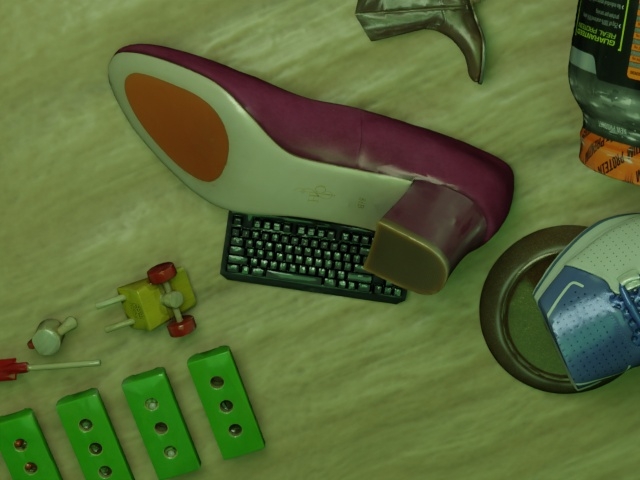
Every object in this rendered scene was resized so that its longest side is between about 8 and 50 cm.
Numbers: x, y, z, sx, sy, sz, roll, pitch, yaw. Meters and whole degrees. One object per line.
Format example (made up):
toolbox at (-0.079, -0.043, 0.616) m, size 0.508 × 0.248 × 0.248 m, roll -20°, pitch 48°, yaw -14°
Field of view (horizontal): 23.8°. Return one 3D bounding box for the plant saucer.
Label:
plant saucer at (0.237, 0.070, 1.450) m, size 0.168 × 0.029 × 0.169 m, roll 1°, pitch 102°, yaw 2°

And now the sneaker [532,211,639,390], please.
sneaker at (0.349, 0.018, 1.340) m, size 0.315 × 0.182 × 0.127 m, roll -29°, pitch 99°, yaw -4°

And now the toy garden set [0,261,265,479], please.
toy garden set at (-0.200, 0.140, 1.467) m, size 0.244 × 0.049 × 0.204 m, roll -18°, pitch 108°, yaw 5°

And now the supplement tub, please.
supplement tub at (0.325, -0.220, 1.281) m, size 0.207 × 0.207 × 0.338 m, roll 7°, pitch 107°, yaw -2°

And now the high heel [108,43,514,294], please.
high heel at (-0.007, -0.094, 1.399) m, size 0.377 × 0.181 × 0.127 m, roll 34°, pitch 132°, yaw 7°

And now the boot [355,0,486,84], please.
boot at (0.090, -0.188, 1.376) m, size 0.114 × 0.037 × 0.106 m, roll -8°, pitch 93°, yaw -2°

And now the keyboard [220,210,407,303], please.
keyboard at (0.000, 0.000, 1.439) m, size 0.180 × 0.023 × 0.108 m, roll 8°, pitch 106°, yaw -4°
